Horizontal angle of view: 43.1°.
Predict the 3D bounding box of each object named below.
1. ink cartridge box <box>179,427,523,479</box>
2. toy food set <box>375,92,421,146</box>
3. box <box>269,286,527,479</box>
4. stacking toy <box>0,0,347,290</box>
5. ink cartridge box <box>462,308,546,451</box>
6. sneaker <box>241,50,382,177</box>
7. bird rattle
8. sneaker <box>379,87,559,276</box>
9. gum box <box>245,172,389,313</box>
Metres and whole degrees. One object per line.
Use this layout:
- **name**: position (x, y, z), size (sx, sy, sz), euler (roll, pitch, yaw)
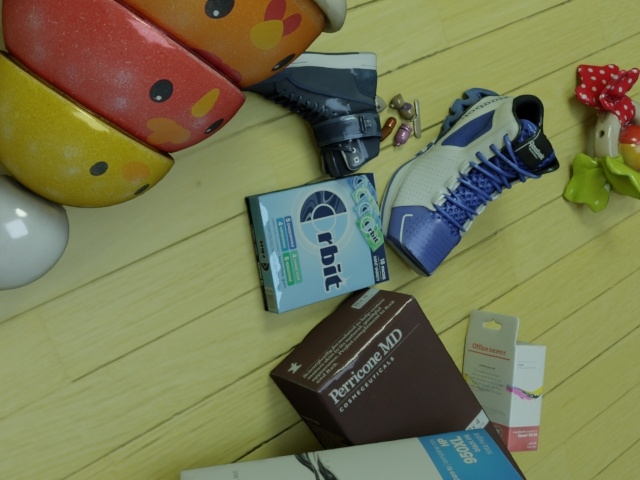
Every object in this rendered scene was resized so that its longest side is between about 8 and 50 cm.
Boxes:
- **ink cartridge box**: position (0.037, 0.408, 0.967), size (0.395, 0.166, 0.285), euler (-5, 107, -9)
- **toy food set**: position (0.100, -0.173, 1.163), size (0.122, 0.019, 0.078), euler (-8, 97, -31)
- **box**: position (0.122, 0.270, 1.131), size (0.191, 0.143, 0.381), euler (-42, 111, -22)
- **stacking toy**: position (-0.227, -0.153, 0.850), size (0.350, 0.350, 0.480), euler (29, 96, -29)
- **ink cartridge box**: position (0.277, 0.209, 1.234), size (0.067, 0.115, 0.198), euler (5, 90, -31)
- **sneaker**: position (-0.014, -0.160, 1.056), size (0.226, 0.086, 0.163), euler (-8, 96, -30)
- **bird rattle**: position (0.502, -0.171, 1.379), size (0.207, 0.143, 0.253), euler (15, 71, -43)
- **sneaker**: position (0.223, -0.103, 1.148), size (0.127, 0.182, 0.315), euler (42, 72, -25)
- **gum box**: position (0.000, 0.000, 1.098), size (0.184, 0.041, 0.157), euler (-14, 99, -31)
